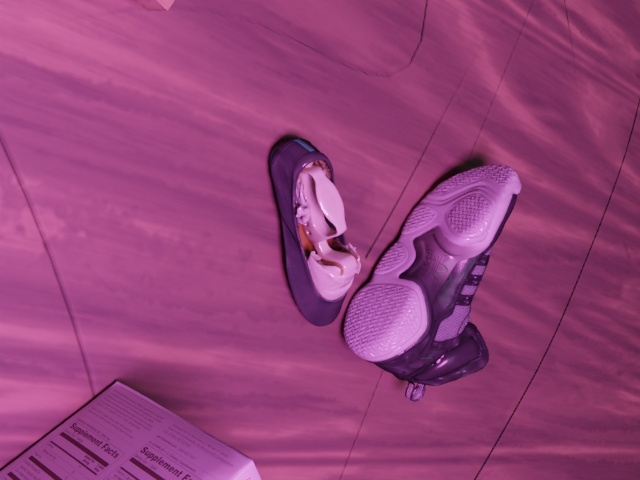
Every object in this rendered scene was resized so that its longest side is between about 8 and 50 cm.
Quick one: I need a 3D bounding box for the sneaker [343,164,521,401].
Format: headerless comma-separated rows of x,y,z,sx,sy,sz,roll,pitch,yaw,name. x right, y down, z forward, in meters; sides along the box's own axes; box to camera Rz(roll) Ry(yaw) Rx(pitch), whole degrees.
0.146,0.050,1.001,0.268,0.101,0.153,-51,129,-14,sneaker

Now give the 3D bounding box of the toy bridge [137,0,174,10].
-0.184,-0.231,0.663,0.188,0.063,0.026,39,73,-42,toy bridge

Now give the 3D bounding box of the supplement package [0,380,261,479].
-0.118,0.280,0.738,0.145,0.204,0.261,-38,122,-29,supplement package

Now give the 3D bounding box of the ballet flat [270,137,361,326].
0.000,0.000,0.875,0.074,0.074,0.203,-28,117,-35,ballet flat
